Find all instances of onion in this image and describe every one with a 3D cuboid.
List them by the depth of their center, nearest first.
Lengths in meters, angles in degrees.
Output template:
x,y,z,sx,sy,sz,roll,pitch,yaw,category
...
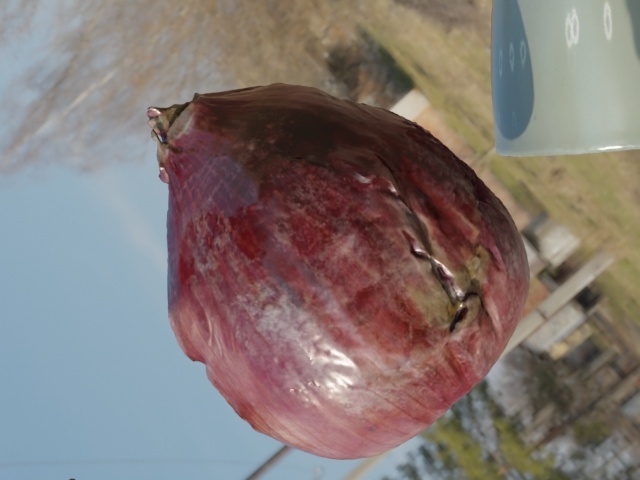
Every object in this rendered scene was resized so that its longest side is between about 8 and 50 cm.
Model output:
x,y,z,sx,sy,sz,roll,pitch,yaw,category
0.000,0.000,0.738,0.283,0.227,0.120,40,164,-3,onion

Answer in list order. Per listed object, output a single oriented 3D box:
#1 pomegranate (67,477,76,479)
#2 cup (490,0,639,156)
x,y,z,sx,sy,sz,roll,pitch,yaw,category
-0.158,0.320,0.961,0.230,0.286,0.231,15,-159,-6,pomegranate
0.252,-0.195,0.936,0.258,0.234,0.186,-9,-172,-39,cup
